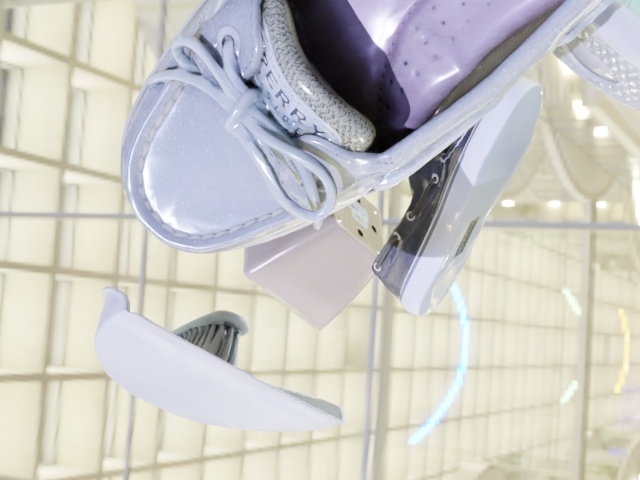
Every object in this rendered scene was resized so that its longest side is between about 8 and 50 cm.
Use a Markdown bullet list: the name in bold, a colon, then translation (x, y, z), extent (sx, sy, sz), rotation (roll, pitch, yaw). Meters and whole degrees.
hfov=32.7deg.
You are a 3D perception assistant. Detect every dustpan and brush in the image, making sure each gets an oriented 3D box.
- **dustpan and brush**: translation (-0.089, 0.070, 0.661), extent (0.147, 0.211, 0.060), rotation (31, -120, -24)

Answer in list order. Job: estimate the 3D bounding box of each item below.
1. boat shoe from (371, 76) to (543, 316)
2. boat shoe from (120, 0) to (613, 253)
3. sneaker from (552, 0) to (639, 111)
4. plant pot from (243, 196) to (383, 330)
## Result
- **boat shoe**: translation (0.102, -0.043, 0.886), extent (0.080, 0.076, 0.229), rotation (-27, -33, -46)
- **boat shoe**: translation (0.029, -0.090, 0.426), extent (0.118, 0.320, 0.103), rotation (58, -153, -5)
- **sneaker**: translation (0.157, -0.191, 0.602), extent (0.151, 0.256, 0.094), rotation (-43, -10, 0)
- **plant pot**: translation (0.000, 0.000, 1.028), extent (0.109, 0.096, 0.109), rotation (39, -148, -32)
